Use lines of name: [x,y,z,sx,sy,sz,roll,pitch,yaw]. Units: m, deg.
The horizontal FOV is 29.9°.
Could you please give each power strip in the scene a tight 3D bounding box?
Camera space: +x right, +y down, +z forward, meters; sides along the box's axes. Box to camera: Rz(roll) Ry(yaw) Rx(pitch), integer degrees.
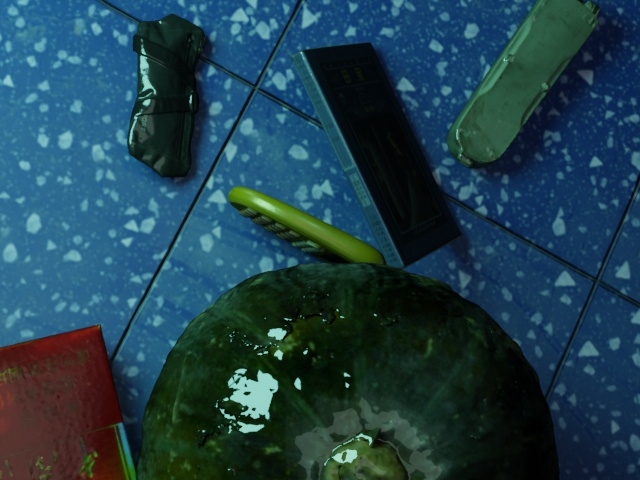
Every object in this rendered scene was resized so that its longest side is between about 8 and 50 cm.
power strip: [0.253,-0.203,1.520,0.080,0.048,0.286,37,75,-5]

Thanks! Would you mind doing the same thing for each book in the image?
book: [0.070,-0.105,1.406,0.025,0.191,0.269,-25,89,28]

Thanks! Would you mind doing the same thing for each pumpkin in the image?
pumpkin: [0.029,0.240,1.244,0.454,0.344,0.454,3,77,-11]

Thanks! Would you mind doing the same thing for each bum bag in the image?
bum bag: [-0.185,-0.170,1.403,0.087,0.049,0.198,11,78,-38]

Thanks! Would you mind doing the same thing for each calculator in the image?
calculator: [0.000,0.000,1.372,0.235,0.146,0.032,28,84,-10]

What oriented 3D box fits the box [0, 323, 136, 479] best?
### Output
box: [-0.298,0.265,1.275,0.197,0.089,0.313,-13,86,-25]
